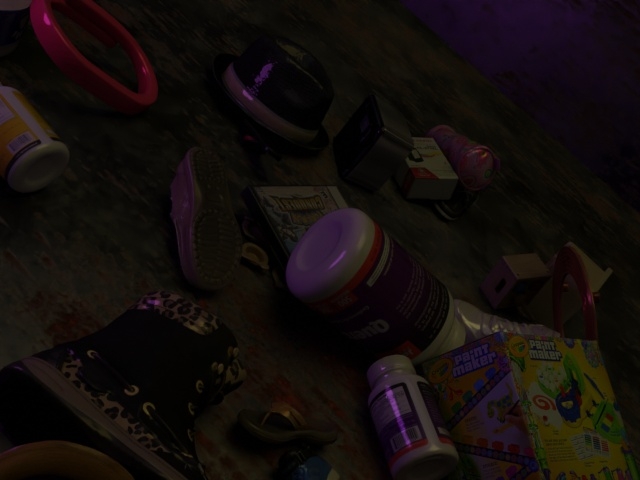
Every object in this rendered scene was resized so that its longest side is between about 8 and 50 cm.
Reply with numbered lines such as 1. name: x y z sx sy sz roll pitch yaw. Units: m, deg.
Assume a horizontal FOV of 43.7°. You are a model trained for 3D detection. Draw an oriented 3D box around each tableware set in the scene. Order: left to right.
1. tableware set: -0.086 0.024 1.467 0.141 0.020 0.168 30 31 -16

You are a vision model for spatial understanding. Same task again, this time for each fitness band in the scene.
1. fitness band: -0.413 -0.352 1.488 0.291 0.054 0.209 32 33 -54

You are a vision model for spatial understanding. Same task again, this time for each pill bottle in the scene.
1. pill bottle: -0.476 -0.168 1.217 0.184 0.103 0.103 47 31 14
2. pill bottle: 0.105 0.101 1.375 0.323 0.181 0.181 41 27 -27
3. pill bottle: 0.138 0.283 1.274 0.108 0.108 0.193 17 37 -33

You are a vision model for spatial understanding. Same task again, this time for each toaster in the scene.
1. toaster: 0.122 -0.227 1.884 0.110 0.168 0.185 24 33 -26

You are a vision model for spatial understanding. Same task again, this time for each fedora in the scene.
1. fedora: -0.274 0.286 0.815 0.194 0.194 0.079 28 -5 -18
2. fedora: -0.083 -0.362 1.839 0.334 0.152 0.334 30 27 -17

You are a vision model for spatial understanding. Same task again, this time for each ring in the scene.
1. ring: 0.544 0.178 1.687 0.032 0.336 0.336 -4 36 4

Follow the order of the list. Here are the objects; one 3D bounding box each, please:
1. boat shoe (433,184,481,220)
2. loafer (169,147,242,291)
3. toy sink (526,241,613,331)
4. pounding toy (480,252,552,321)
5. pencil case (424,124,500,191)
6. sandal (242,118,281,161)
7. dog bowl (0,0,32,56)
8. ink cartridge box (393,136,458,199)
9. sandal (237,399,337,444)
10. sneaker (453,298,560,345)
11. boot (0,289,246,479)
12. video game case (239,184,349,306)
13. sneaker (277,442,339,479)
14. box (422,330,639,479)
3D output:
1. boat shoe: 0.364 -0.117 2.093 0.084 0.079 0.233 45 34 9
2. loafer: -0.200 -0.027 1.349 0.102 0.092 0.268 15 54 -33
3. toy sink: 0.605 0.106 1.980 0.131 0.153 0.234 46 32 13
4. pounding toy: 0.460 0.114 1.852 0.130 0.141 0.100 -4 49 -31
5. pencil case: 0.366 -0.221 2.110 0.124 0.124 0.284 26 10 -22
6. sandal: -0.135 -0.208 1.694 0.067 0.040 0.179 34 13 -36
7. dog bowl: -0.645 -0.445 1.405 0.265 0.104 0.265 27 32 -19
8. ink cartridge box: 0.253 -0.186 2.029 0.128 0.072 0.175 -1 43 -22
9. sandal: -0.043 0.257 1.147 0.180 0.049 0.072 16 10 -38
10. sneaker: 0.393 0.197 1.624 0.305 0.152 0.114 35 35 -5
11. boot: -0.173 0.230 0.989 0.377 0.138 0.284 37 30 7
12. video game case: 0.000 0.000 1.536 0.275 0.035 0.248 -5 60 -53
13. sneaker: -0.032 0.330 1.071 0.084 0.058 0.152 46 26 1
14. box: 0.355 0.314 1.325 0.290 0.177 0.279 11 59 -40
